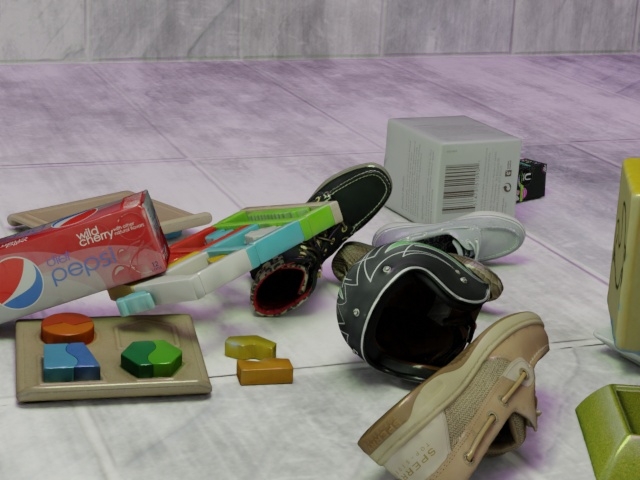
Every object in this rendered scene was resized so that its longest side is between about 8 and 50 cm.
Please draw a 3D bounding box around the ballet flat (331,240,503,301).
[{"bbox_3d":[0.123,0.052,1.808,0.249,0.084,0.058,11,47,28],"label":"ballet flat"}]

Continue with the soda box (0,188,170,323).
[{"bbox_3d":[-0.319,0.027,1.630,0.263,0.092,0.083,-18,13,2],"label":"soda box"}]

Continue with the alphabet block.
[{"bbox_3d":[0.455,0.021,1.629,0.193,0.197,0.192,4,17,6],"label":"alphabet block"}]

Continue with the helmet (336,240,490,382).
[{"bbox_3d":[0.100,0.078,1.555,0.161,0.169,0.169,21,20,5],"label":"helmet"}]

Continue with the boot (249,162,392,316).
[{"bbox_3d":[0.000,0.002,1.786,0.236,0.085,0.178,-34,18,11],"label":"boot"}]

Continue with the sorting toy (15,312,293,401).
[{"bbox_3d":[-0.196,0.123,1.562,0.307,0.041,0.229,-1,18,-13],"label":"sorting toy"}]

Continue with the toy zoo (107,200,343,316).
[{"bbox_3d":[-0.137,0.021,1.677,0.293,0.030,0.192,-29,16,-37],"label":"toy zoo"}]

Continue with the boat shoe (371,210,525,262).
[{"bbox_3d":[0.190,0.012,1.940,0.227,0.079,0.081,-5,27,-8],"label":"boat shoe"}]

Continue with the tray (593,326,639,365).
[{"bbox_3d":[0.482,0.128,1.673,0.270,0.030,0.145,-8,21,-30],"label":"tray"}]

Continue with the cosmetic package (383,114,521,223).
[{"bbox_3d":[0.210,-0.110,2.188,0.151,0.151,0.183,-5,20,-25],"label":"cosmetic package"}]

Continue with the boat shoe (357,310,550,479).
[{"bbox_3d":[0.161,0.173,1.377,0.110,0.122,0.341,47,35,11],"label":"boat shoe"}]

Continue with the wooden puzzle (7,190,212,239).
[{"bbox_3d":[-0.316,-0.024,2.028,0.238,0.044,0.221,13,20,43],"label":"wooden puzzle"}]

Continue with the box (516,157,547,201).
[{"bbox_3d":[0.345,-0.104,2.339,0.083,0.062,0.052,-11,21,-39],"label":"box"}]

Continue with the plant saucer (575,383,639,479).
[{"bbox_3d":[0.371,0.198,1.403,0.188,0.045,0.188,3,18,2],"label":"plant saucer"}]
